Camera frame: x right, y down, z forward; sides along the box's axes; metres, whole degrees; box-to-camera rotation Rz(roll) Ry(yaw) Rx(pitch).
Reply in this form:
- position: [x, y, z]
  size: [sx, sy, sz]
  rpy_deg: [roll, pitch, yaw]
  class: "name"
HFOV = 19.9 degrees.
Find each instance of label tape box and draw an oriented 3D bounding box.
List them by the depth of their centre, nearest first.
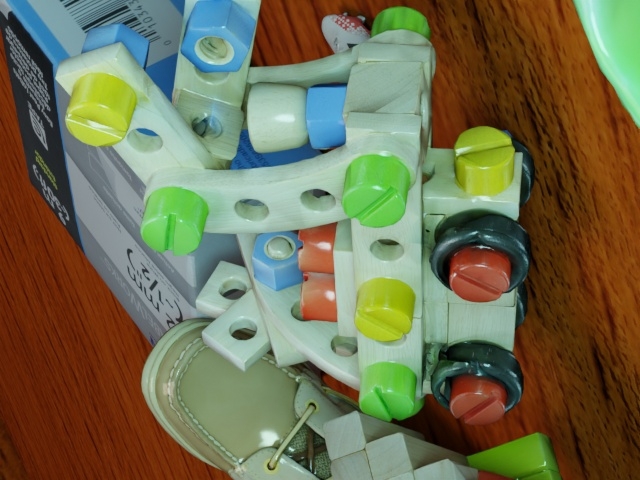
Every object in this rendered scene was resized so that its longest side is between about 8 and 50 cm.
- position: [-0.110, -0.015, 1.304]
  size: [0.249, 0.115, 0.347]
  rpy_deg: [50, 156, 27]
  class: "label tape box"

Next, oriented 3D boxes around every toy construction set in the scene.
- position: [0.000, 0.000, 0.933]
  size: [0.327, 0.215, 0.151]
  rpy_deg: [80, -165, -64]
  class: "toy construction set"

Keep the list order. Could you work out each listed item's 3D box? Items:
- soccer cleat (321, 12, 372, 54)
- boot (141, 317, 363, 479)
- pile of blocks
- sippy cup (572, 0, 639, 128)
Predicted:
- position: [0.020, -0.096, 0.986]
  size: [0.083, 0.035, 0.029]
  rpy_deg: [45, 155, 36]
  class: "soccer cleat"
- position: [0.022, 0.153, 1.153]
  size: [0.262, 0.095, 0.203]
  rpy_deg: [43, 170, -31]
  class: "boot"
- position: [0.139, 0.194, 0.984]
  size: [0.362, 0.113, 0.149]
  rpy_deg: [50, -152, -39]
  class: "pile of blocks"
- position: [0.204, -0.073, 0.301]
  size: [0.240, 0.305, 0.224]
  rpy_deg: [-105, 16, -59]
  class: "sippy cup"
